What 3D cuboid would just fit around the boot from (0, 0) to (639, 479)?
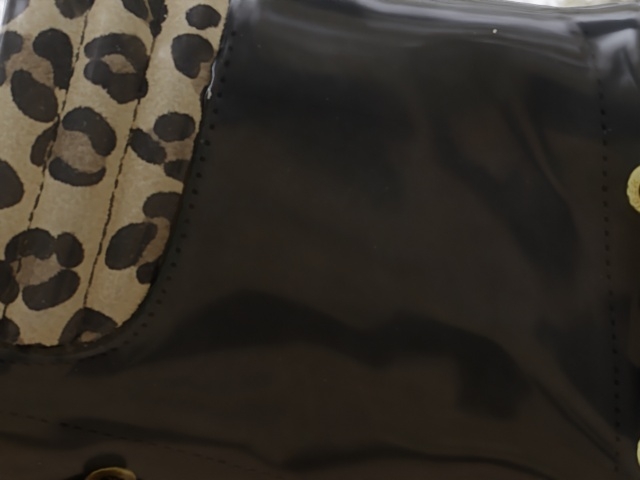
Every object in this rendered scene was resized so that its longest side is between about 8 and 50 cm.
[{"bbox_3d":[0.013,0.089,0.485,0.284,0.377,0.138,14,14,-11],"label":"boot"}]
